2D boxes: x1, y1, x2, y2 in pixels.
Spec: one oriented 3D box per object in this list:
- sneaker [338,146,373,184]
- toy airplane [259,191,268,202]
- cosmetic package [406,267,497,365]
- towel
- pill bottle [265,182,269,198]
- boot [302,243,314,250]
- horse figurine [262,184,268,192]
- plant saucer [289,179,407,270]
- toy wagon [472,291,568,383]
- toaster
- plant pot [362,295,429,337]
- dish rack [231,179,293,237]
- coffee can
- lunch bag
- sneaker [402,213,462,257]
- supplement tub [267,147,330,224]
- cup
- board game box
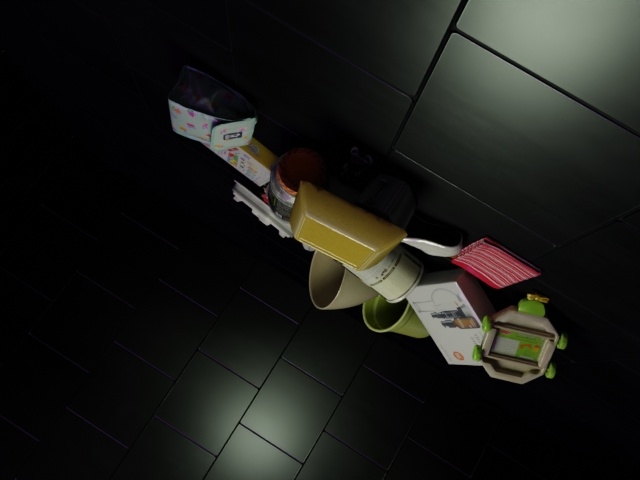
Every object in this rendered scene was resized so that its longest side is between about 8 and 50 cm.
[{"bbox_3d":[0.097,-0.207,1.586,0.072,0.077,0.178,31,164,2],"label":"sneaker"},{"bbox_3d":[-0.193,-0.148,2.220,0.151,0.028,0.151,40,174,5],"label":"toy airplane"},{"bbox_3d":[0.501,0.285,1.978,0.377,0.097,0.284,56,150,-12],"label":"cosmetic package"},{"bbox_3d":[0.535,0.077,1.690,0.199,0.031,0.275,31,165,1],"label":"towel"},{"bbox_3d":[-0.104,-0.161,2.054,0.187,0.111,0.112,31,168,-34],"label":"pill bottle"},{"bbox_3d":[0.000,0.000,2.200,0.258,0.095,0.123,113,139,-54],"label":"boot"},{"bbox_3d":[-0.116,-0.139,2.248,0.263,0.066,0.174,37,167,6],"label":"horse figurine"},{"bbox_3d":[0.055,-0.018,1.625,0.333,0.080,0.332,27,160,0],"label":"plant saucer"},{"bbox_3d":[0.664,0.314,1.791,0.268,0.344,0.068,12,-157,5],"label":"toy wagon"},{"bbox_3d":[0.198,-0.092,1.608,0.129,0.146,0.227,24,162,33],"label":"toaster"},{"bbox_3d":[0.369,0.302,2.361,0.254,0.275,0.276,28,170,-33],"label":"plant pot"},{"bbox_3d":[-0.248,-0.122,2.392,0.286,0.072,0.333,37,178,23],"label":"dish rack"},{"bbox_3d":[0.212,0.072,1.993,0.275,0.201,0.202,38,164,-19],"label":"coffee can"},{"bbox_3d":[-0.331,-0.394,1.716,0.263,0.160,0.223,23,163,-6],"label":"lunch bag"},{"bbox_3d":[0.306,-0.011,1.725,0.290,0.105,0.123,24,160,25],"label":"sneaker"},{"bbox_3d":[-0.074,-0.178,1.800,0.194,0.193,0.316,33,166,1],"label":"supplement tub"},{"bbox_3d":[0.129,0.138,2.247,0.237,0.330,0.331,13,173,-23],"label":"cup"},{"bbox_3d":[-0.299,-0.334,2.008,0.317,0.064,0.242,37,164,-17],"label":"board game box"}]
